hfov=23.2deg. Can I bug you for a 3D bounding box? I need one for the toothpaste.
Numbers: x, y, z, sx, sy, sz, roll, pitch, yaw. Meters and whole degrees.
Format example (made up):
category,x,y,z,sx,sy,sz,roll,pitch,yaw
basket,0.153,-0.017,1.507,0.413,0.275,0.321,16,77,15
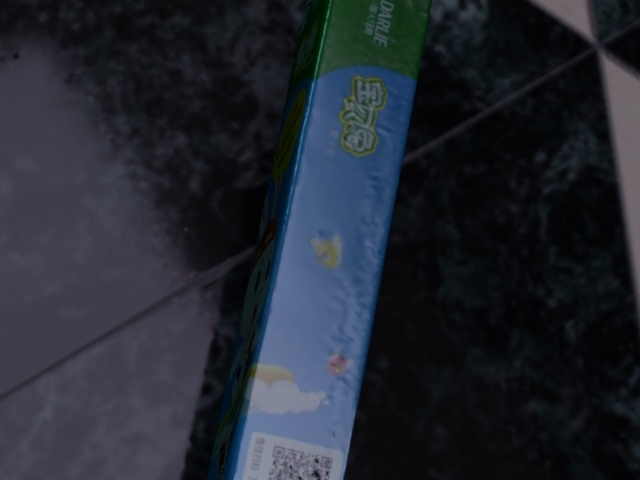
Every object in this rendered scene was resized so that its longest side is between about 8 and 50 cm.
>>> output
category,x,y,z,sx,sy,sz,roll,pitch,yaw
toothpaste,0.000,0.000,0.696,0.050,0.065,0.266,14,74,-9
